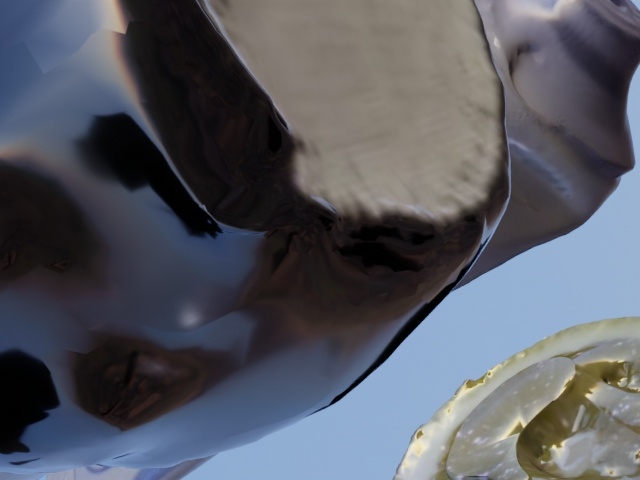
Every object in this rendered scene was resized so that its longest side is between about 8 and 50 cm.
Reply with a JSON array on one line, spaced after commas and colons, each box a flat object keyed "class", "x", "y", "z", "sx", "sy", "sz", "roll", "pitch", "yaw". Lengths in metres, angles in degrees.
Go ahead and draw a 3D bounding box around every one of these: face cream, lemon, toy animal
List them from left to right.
[{"class": "toy animal", "x": -0.118, "y": -0.021, "z": 0.614, "sx": 0.251, "sy": 0.310, "sz": 0.251, "roll": 39, "pitch": -145, "yaw": -34}, {"class": "face cream", "x": 0.000, "y": 0.000, "z": 1.008, "sx": 0.137, "sy": 0.420, "sz": 0.235, "roll": 39, "pitch": -153, "yaw": -27}, {"class": "lemon", "x": 0.240, "y": 0.261, "z": 1.355, "sx": 0.364, "sy": 0.364, "sz": 0.364, "roll": -17, "pitch": -71, "yaw": -62}]
